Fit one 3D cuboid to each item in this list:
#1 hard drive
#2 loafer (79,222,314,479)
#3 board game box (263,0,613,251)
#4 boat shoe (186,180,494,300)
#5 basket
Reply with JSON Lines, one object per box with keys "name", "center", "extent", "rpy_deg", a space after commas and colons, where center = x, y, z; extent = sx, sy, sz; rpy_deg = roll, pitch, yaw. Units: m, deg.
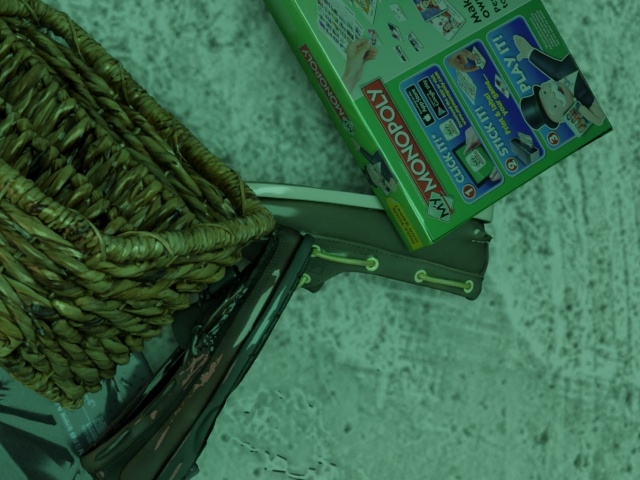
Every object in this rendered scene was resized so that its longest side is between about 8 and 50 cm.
{"name": "hard drive", "center": [-0.248, 0.180, 1.218], "extent": [0.254, 0.054, 0.172], "rpy_deg": [-27, 100, -10]}
{"name": "loafer", "center": [-0.100, 0.096, 1.159], "extent": [0.084, 0.096, 0.268], "rpy_deg": [30, 100, -1]}
{"name": "board game box", "center": [0.082, -0.179, 1.214], "extent": [0.213, 0.046, 0.317], "rpy_deg": [-31, 93, -25]}
{"name": "boat shoe", "center": [0.001, 0.000, 1.231], "extent": [0.305, 0.109, 0.091], "rpy_deg": [3, 90, -17]}
{"name": "basket", "center": [-0.218, -0.063, 1.070], "extent": [0.223, 0.213, 0.299], "rpy_deg": [-43, 70, -6]}
